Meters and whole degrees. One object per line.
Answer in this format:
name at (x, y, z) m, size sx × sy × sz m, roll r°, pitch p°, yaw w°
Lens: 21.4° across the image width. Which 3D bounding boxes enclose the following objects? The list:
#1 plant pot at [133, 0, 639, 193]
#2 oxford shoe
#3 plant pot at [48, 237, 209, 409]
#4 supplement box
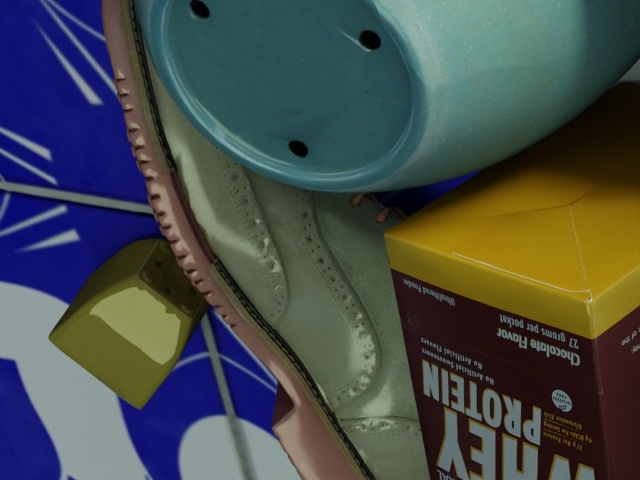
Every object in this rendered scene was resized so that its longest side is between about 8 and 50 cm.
plant pot at (0.022, -0.136, 0.795) m, size 0.290 × 0.195 × 0.290 m, roll 16°, pitch 137°, yaw 16°
oxford shoe at (0.000, 0.000, 1.025) m, size 0.146 × 0.140 × 0.397 m, roll -25°, pitch 115°, yaw 9°
plant pot at (-0.118, 0.047, 1.151) m, size 0.081 × 0.081 × 0.083 m, roll 40°, pitch 128°, yaw -10°
supplement box at (0.155, 0.054, 0.860) m, size 0.129 × 0.191 × 0.194 m, roll 19°, pitch 131°, yaw 44°
